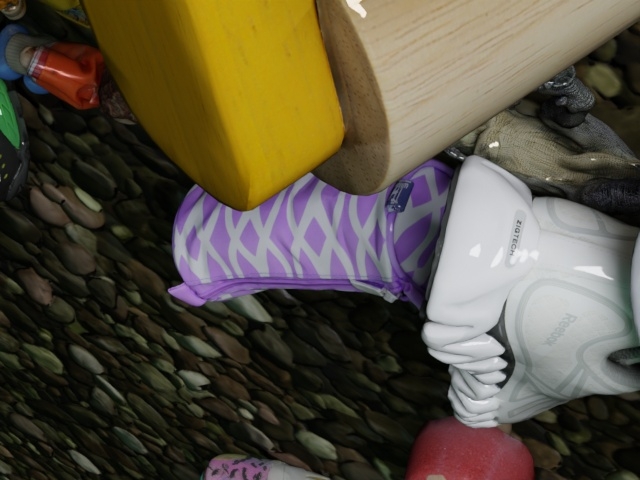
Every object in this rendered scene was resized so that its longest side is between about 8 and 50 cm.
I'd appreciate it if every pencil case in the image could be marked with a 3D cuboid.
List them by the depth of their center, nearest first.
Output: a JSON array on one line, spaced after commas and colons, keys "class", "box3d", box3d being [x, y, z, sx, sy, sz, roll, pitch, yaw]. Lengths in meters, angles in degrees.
[{"class": "pencil case", "box3d": [0.000, 0.000, 0.891, 0.206, 0.088, 0.086, -2, 155, 47]}]

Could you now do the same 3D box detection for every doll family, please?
[{"class": "doll family", "box3d": [-0.183, -0.132, 0.787, 0.263, 0.118, 0.163, 3, -169, -40]}]

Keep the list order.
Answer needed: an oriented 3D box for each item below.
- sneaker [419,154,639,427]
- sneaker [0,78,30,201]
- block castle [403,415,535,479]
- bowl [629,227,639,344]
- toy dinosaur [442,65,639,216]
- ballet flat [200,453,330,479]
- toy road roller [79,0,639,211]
[{"class": "sneaker", "box3d": [0.126, 0.046, 0.770, 0.118, 0.110, 0.292, 10, 170, 13]}, {"class": "sneaker", "box3d": [-0.343, -0.118, 0.978, 0.344, 0.146, 0.134, 31, 150, 0]}, {"class": "block castle", "box3d": [0.251, 0.307, 1.004, 0.453, 0.213, 0.303, 18, 136, 12]}, {"class": "bowl", "box3d": [0.291, 0.021, 0.552, 0.312, 0.163, 0.311, 31, 152, 19]}, {"class": "toy dinosaur", "box3d": [0.137, -0.037, 0.736, 0.268, 0.064, 0.118, 22, 165, 14]}, {"class": "ballet flat", "box3d": [-0.005, 0.244, 1.288, 0.079, 0.077, 0.221, -22, 127, 34]}, {"class": "toy road roller", "box3d": [0.052, -0.133, 0.337, 0.240, 0.202, 0.329, 41, 157, 39]}]
